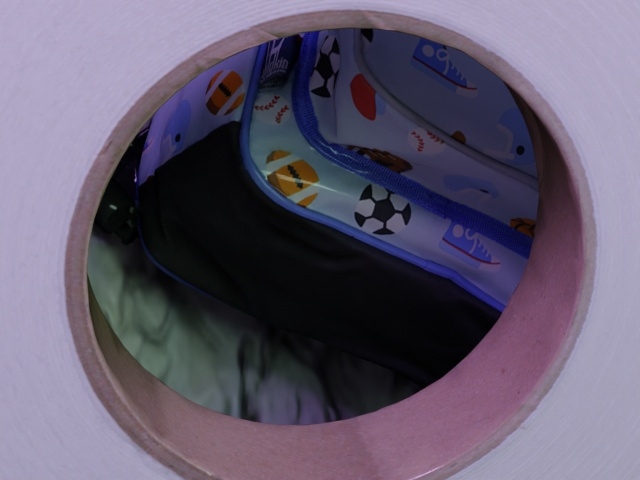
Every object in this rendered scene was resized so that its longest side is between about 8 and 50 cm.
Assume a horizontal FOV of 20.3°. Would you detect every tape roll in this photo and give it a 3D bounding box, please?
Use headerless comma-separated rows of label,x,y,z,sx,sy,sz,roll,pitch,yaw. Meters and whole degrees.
tape roll,0.000,0.000,0.718,0.392,0.392,0.072,44,8,-22

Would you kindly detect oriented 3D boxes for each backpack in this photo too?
backpack,0.053,-0.081,0.886,0.276,0.213,0.263,29,48,-28
